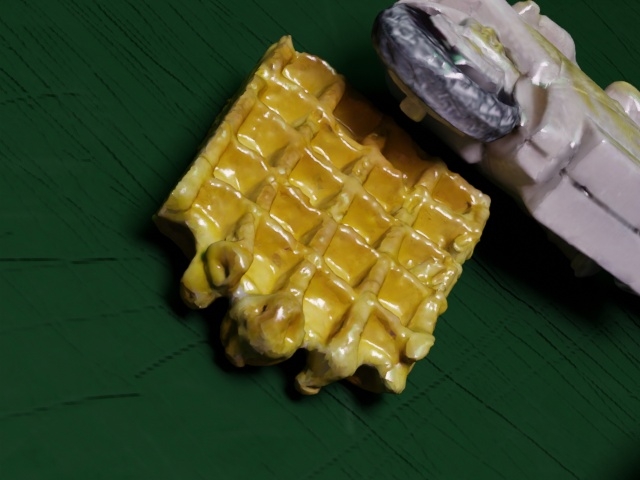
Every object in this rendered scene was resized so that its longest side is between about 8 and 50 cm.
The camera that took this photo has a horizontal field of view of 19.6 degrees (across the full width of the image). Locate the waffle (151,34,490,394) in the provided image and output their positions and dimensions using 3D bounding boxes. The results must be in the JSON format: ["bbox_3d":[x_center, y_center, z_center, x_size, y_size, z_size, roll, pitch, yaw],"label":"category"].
[{"bbox_3d":[0.000,0.000,0.961,0.160,0.055,0.211,38,34,-8],"label":"waffle"}]

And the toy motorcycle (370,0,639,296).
[{"bbox_3d":[0.143,-0.062,1.109,0.340,0.108,0.223,33,16,-28],"label":"toy motorcycle"}]
